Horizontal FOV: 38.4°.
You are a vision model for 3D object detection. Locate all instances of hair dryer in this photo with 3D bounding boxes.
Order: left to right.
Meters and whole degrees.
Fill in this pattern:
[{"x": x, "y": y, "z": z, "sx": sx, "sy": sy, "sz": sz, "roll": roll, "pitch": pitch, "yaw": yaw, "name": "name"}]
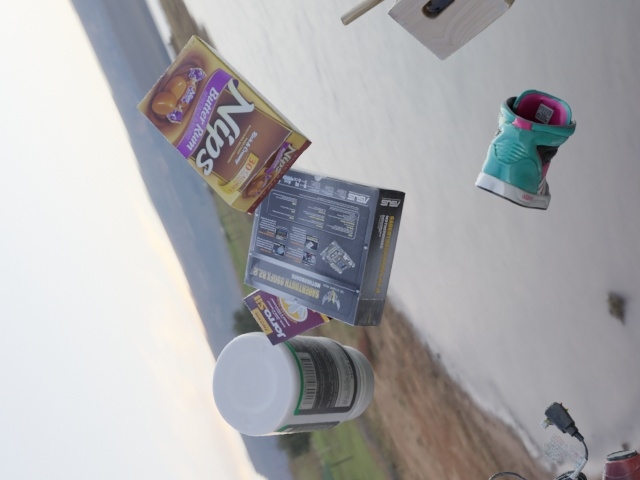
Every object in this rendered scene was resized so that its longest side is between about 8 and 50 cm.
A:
[{"x": 0.433, "y": 0.417, "z": 1.467, "sx": 0.294, "sy": 0.223, "sz": 0.080, "roll": 37, "pitch": -160, "yaw": 23, "name": "hair dryer"}]

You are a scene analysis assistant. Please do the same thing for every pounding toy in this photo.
[{"x": 0.113, "y": -0.240, "z": 0.836, "sx": 0.100, "sy": 0.130, "sz": 0.141, "roll": 38, "pitch": 153, "yaw": -11, "name": "pounding toy"}]

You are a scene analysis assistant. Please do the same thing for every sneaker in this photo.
[{"x": 0.343, "y": -0.152, "z": 1.502, "sx": 0.124, "sy": 0.178, "sz": 0.295, "roll": 26, "pitch": -169, "yaw": 18, "name": "sneaker"}]

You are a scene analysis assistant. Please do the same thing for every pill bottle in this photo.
[{"x": -0.043, "y": 0.299, "z": 1.923, "sx": 0.361, "sy": 0.204, "sz": 0.204, "roll": 15, "pitch": -135, "yaw": -58, "name": "pill bottle"}]

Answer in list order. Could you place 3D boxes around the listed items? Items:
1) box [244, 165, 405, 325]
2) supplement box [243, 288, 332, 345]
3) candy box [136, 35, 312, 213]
[{"x": 0.000, "y": 0.000, "z": 1.259, "sx": 0.231, "sy": 0.056, "sz": 0.182, "roll": 16, "pitch": 100, "yaw": 44, "name": "box"}, {"x": -0.037, "y": 0.100, "z": 1.572, "sx": 0.104, "sy": 0.081, "sz": 0.188, "roll": 57, "pitch": 142, "yaw": -2, "name": "supplement box"}, {"x": -0.110, "y": -0.131, "z": 1.029, "sx": 0.187, "sy": 0.109, "sz": 0.053, "roll": 45, "pitch": -170, "yaw": 25, "name": "candy box"}]
